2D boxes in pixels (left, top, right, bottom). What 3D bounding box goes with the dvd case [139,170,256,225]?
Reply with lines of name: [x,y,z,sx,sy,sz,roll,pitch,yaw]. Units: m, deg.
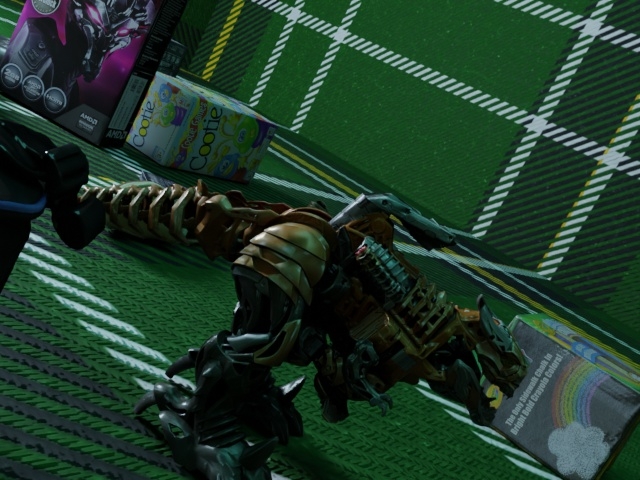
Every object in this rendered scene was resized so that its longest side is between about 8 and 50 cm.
dvd case: [-0.165,-0.041,1.121,0.221,0.018,0.164,21,12,-26]

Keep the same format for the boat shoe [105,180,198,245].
boat shoe: [-0.191,-0.026,0.887,0.072,0.068,0.190,43,16,17]

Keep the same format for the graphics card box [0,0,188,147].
graphics card box: [-0.373,-0.370,1.225,0.232,0.371,0.094,30,11,8]

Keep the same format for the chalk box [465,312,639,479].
chalk box: [0.270,0.172,0.870,0.213,0.132,0.132,35,14,29]

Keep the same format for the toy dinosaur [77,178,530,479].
toy dinosaur: [-0.021,0.050,0.530,0.322,0.218,0.164,32,13,25]

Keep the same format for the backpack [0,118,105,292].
backpack: [-0.295,-0.043,0.353,0.276,0.213,0.263,23,18,-49]

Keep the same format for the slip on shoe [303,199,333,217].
slip on shoe: [-0.002,-0.063,1.531,0.051,0.041,0.135,31,12,18]

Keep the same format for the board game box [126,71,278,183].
board game box: [-0.236,-0.218,1.432,0.142,0.144,0.275,33,13,27]

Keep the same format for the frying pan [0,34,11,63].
frying pan: [-0.601,-0.366,1.524,0.326,0.053,0.197,21,14,-16]

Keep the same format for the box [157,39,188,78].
box: [-0.460,-0.440,1.812,0.059,0.183,0.232,33,14,32]
